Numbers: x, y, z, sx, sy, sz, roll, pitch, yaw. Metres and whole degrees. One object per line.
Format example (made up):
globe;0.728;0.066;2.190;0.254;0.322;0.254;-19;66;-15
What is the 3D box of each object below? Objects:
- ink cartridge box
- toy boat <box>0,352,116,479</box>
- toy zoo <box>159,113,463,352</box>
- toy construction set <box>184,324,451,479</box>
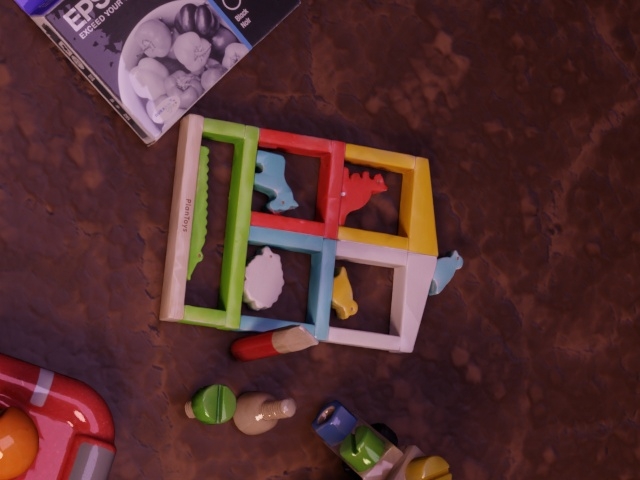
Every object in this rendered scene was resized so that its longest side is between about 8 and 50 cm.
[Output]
ink cartridge box;-0.155;-0.230;1.395;0.208;0.045;0.206;47;69;-10
toy boat;-0.271;0.162;1.236;0.231;0.151;0.151;22;75;-20
toy zoo;0.000;0.000;1.439;0.293;0.030;0.192;9;80;-23
toy construction set;0.025;0.217;1.301;0.257;0.237;0.309;-25;92;-30
